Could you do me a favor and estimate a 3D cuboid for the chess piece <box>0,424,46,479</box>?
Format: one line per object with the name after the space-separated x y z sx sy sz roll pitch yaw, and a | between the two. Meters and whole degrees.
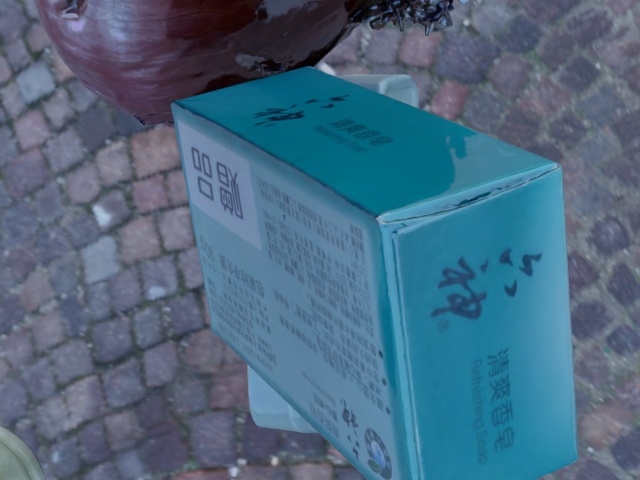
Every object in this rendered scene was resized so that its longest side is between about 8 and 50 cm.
-0.189 0.141 0.562 0.090 0.200 0.090 0 88 -3 | chess piece

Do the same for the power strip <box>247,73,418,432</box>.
0.000 0.000 0.951 0.141 0.229 0.261 3 101 22 | power strip

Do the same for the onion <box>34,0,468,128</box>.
-0.023 -0.224 0.751 0.285 0.347 0.347 26 86 11 | onion

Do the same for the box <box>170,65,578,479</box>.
0.018 0.013 0.601 0.092 0.153 0.245 -17 25 -23 | box
